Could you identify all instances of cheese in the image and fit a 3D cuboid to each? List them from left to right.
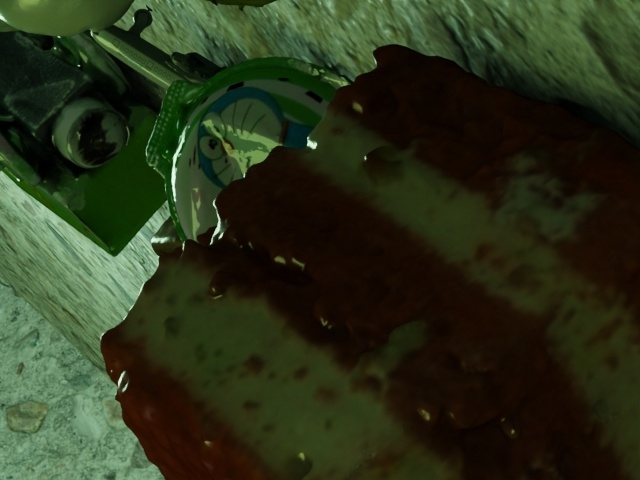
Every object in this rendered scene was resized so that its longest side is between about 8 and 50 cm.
[{"bbox_3d":[0.010,-0.019,1.391,0.320,0.204,0.083,29,-157,16],"label":"cheese"}]

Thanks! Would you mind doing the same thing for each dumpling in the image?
[{"bbox_3d":[-0.178,-0.215,1.427,0.229,0.151,0.124,-27,65,49],"label":"dumpling"}]

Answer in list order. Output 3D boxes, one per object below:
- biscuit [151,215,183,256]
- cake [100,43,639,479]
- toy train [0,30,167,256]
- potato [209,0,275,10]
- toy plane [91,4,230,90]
[{"bbox_3d":[-0.011,0.055,1.633,0.273,0.049,0.257,18,167,27],"label":"biscuit"},{"bbox_3d":[0.076,0.090,1.115,0.269,0.319,0.270,34,162,48],"label":"cake"},{"bbox_3d":[-0.278,-0.119,1.946,0.307,0.173,0.249,32,166,47],"label":"toy train"},{"bbox_3d":[-0.044,-0.204,1.136,0.117,0.090,0.225,56,158,-10],"label":"potato"},{"bbox_3d":[-0.099,-0.125,1.590,0.226,0.058,0.226,42,171,-10],"label":"toy plane"}]
